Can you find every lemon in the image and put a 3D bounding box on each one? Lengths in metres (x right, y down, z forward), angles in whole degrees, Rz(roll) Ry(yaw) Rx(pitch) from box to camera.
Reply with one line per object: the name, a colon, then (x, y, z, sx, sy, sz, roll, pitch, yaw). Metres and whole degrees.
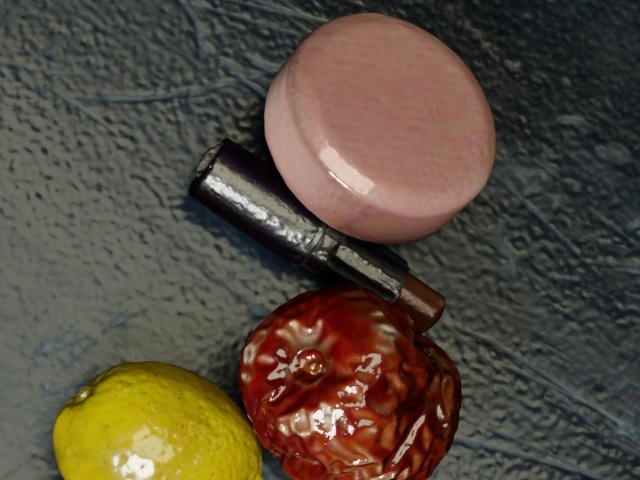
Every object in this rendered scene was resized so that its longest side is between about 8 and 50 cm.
lemon: (-0.159, 0.208, 1.800, 0.207, 0.170, 0.170, 33, 76, -9)

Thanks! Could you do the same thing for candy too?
candy: (0.062, -0.123, 1.903, 0.255, 0.094, 0.255, 13, 59, -22)

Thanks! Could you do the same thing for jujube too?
jujube: (0.030, 0.154, 1.804, 0.213, 0.232, 0.213, -9, 70, 27)

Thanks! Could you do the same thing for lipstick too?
lipstick: (0.000, 0.000, 1.911, 0.299, 0.081, 0.081, 33, 76, -10)
